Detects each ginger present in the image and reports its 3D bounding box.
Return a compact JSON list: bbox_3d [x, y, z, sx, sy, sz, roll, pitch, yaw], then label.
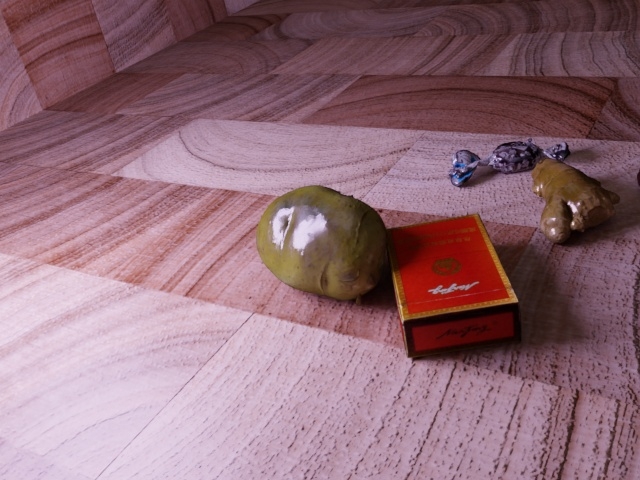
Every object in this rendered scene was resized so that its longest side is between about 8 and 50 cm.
[{"bbox_3d":[0.400,-0.076,1.079,0.115,0.081,0.205,-34,30,29],"label":"ginger"}]

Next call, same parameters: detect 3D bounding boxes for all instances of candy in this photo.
[{"bbox_3d":[0.347,-0.145,1.245,0.226,0.051,0.094,-13,41,2],"label":"candy"}]

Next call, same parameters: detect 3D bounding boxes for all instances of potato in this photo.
[{"bbox_3d":[0.000,0.000,1.034,0.248,0.143,0.169,12,68,47],"label":"potato"}]

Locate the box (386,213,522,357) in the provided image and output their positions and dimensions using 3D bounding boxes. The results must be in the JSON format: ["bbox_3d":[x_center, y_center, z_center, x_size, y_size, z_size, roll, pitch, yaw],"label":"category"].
[{"bbox_3d":[0.178,0.056,0.956,0.153,0.074,0.240,-6,30,3],"label":"box"}]

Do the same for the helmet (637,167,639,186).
[{"bbox_3d":[0.673,-0.166,0.991,0.337,0.230,0.385,-24,34,-17],"label":"helmet"}]
